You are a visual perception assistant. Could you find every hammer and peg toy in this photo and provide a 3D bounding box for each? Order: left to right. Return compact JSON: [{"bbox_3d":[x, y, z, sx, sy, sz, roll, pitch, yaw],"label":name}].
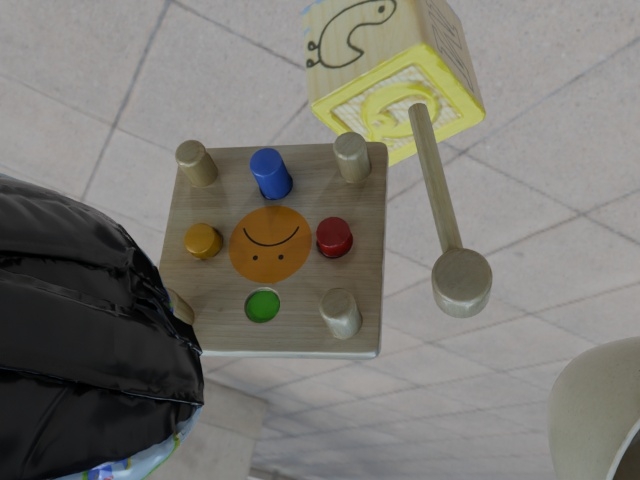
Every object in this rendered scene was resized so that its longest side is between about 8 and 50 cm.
[{"bbox_3d":[0.000,0.000,0.793,0.361,0.266,0.127,-2,154,12],"label":"hammer and peg toy"}]

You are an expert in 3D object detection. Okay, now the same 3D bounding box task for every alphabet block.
[{"bbox_3d":[0.102,-0.254,1.041,0.192,0.197,0.193,-26,142,28],"label":"alphabet block"}]

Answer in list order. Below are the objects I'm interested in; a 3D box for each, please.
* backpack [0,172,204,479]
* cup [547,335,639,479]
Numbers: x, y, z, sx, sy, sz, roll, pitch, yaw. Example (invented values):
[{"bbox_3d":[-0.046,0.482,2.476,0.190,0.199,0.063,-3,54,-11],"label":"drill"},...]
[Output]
[{"bbox_3d":[-0.242,0.074,0.438,0.355,0.290,0.273,-5,142,-46],"label":"backpack"},{"bbox_3d":[0.419,0.250,0.897,0.331,0.331,0.237,23,-174,-18],"label":"cup"}]
